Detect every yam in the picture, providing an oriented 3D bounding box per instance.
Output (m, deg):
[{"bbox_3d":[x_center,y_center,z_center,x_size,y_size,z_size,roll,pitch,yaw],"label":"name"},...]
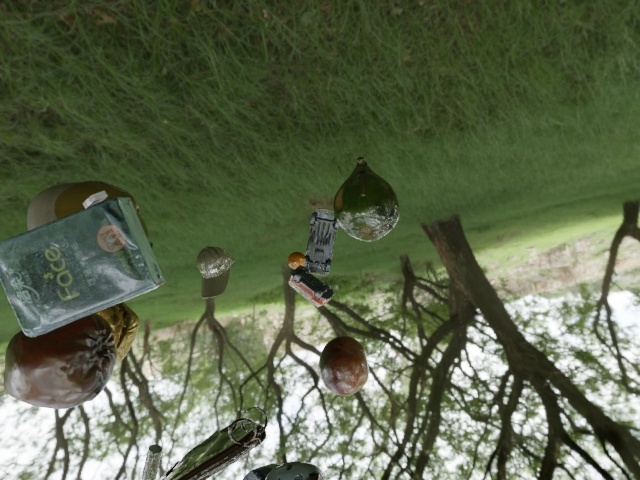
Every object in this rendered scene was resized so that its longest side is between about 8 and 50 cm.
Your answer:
[{"bbox_3d":[-0.601,0.795,1.443,0.054,0.132,0.054,15,-169,-3],"label":"yam"}]

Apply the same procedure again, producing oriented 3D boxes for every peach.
[{"bbox_3d":[0.103,0.561,1.830,0.253,0.252,0.252,-12,176,-1],"label":"peach"}]

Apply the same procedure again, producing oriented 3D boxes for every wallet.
[{"bbox_3d":[-0.252,0.458,0.819,0.335,0.068,0.275,-31,166,-18],"label":"wallet"}]

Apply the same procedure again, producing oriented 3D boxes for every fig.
[{"bbox_3d":[0.137,-0.125,1.187,0.195,0.244,0.195,5,160,2],"label":"fig"}]

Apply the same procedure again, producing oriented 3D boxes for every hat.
[{"bbox_3d":[-0.451,0.129,1.627,0.166,0.173,0.144,-11,132,22],"label":"hat"}]

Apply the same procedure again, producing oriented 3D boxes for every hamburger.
[{"bbox_3d":[-1.002,0.427,1.902,0.319,0.318,0.158,-14,154,27],"label":"hamburger"}]

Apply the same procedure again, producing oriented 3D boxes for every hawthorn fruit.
[{"bbox_3d":[-0.813,0.370,1.258,0.325,0.308,0.308,-22,178,-15],"label":"hawthorn fruit"}]

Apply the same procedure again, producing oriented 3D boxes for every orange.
[{"bbox_3d":[-0.107,0.091,1.824,0.084,0.083,0.083,-12,176,-1],"label":"orange"}]

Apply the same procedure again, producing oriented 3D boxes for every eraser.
[{"bbox_3d":[-0.887,-0.160,1.593,0.105,0.026,0.065,-21,-170,40],"label":"eraser"}]

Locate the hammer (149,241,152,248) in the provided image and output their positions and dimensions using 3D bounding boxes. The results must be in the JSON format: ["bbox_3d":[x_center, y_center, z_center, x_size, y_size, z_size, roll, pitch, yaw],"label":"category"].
[{"bbox_3d":[-0.555,0.050,1.165,0.199,0.062,0.013,-11,156,30],"label":"hammer"}]

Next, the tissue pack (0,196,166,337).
[{"bbox_3d":[-0.552,0.059,0.935,0.316,0.227,0.103,-22,-177,0],"label":"tissue pack"}]

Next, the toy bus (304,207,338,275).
[{"bbox_3d":[0.000,0.000,2.032,0.145,0.331,0.151,11,-169,-2],"label":"toy bus"}]

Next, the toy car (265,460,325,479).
[{"bbox_3d":[-0.051,0.768,1.112,0.181,0.270,0.212,-16,139,12],"label":"toy car"}]

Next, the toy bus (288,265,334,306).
[{"bbox_3d":[-0.036,0.174,1.493,0.079,0.174,0.077,-32,154,-52],"label":"toy bus"}]

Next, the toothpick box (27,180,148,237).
[{"bbox_3d":[-1.044,-0.078,1.857,0.426,0.408,0.409,-5,174,-15],"label":"toothpick box"}]

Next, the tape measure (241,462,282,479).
[{"bbox_3d":[-0.189,0.970,1.477,0.138,0.262,0.259,16,123,-39],"label":"tape measure"}]
